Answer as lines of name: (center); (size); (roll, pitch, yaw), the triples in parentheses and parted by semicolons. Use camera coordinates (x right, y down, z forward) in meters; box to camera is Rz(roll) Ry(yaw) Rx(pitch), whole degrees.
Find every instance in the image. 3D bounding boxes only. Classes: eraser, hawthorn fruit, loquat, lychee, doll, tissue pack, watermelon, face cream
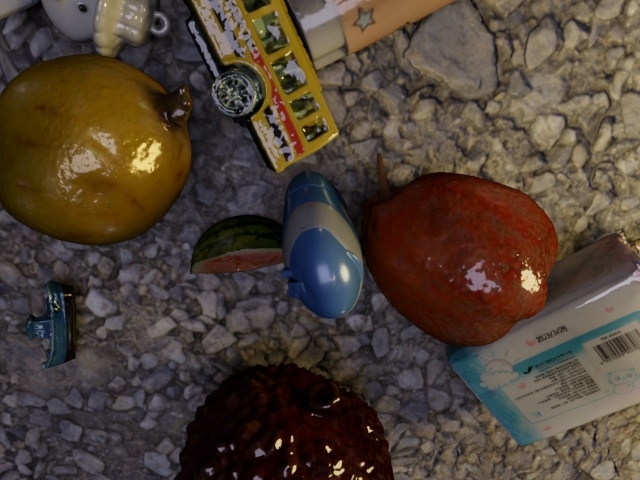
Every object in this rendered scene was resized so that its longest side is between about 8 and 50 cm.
eraser: (0.088, -0.339, 0.543); (0.291, 0.087, 0.171); (-26, 104, 3)
hawthorn fruit: (0.150, 0.001, 0.602); (0.262, 0.210, 0.210); (40, 102, 5)
loquat: (-0.236, -0.104, 0.540); (0.246, 0.213, 0.213); (-21, 107, 21)
lychee: (-0.048, 0.313, 0.630); (0.306, 0.306, 0.330); (27, 107, -9)
doll: (-0.308, -0.292, 0.529); (0.293, 0.119, 0.138); (21, 96, -8)
tissue pack: (0.332, 0.139, 0.652); (0.271, 0.124, 0.201); (-35, 109, 26)
watermelon: (-0.111, -0.001, 0.666); (0.163, 0.087, 0.068); (-8, 70, -2)
face cream: (0.000, 0.000, 0.552); (0.083, 0.264, 0.149); (-18, 107, 4)

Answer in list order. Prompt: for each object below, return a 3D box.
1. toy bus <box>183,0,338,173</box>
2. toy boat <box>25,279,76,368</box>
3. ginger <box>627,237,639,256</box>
toy bus: (-0.099, -0.246, 0.552); (0.123, 0.121, 0.335); (-26, 106, -3)
toy boat: (-0.382, 0.123, 0.682); (0.061, 0.060, 0.137); (0, 114, -22)
ginger: (0.460, 0.063, 0.695); (0.096, 0.067, 0.165); (1, 121, -8)
